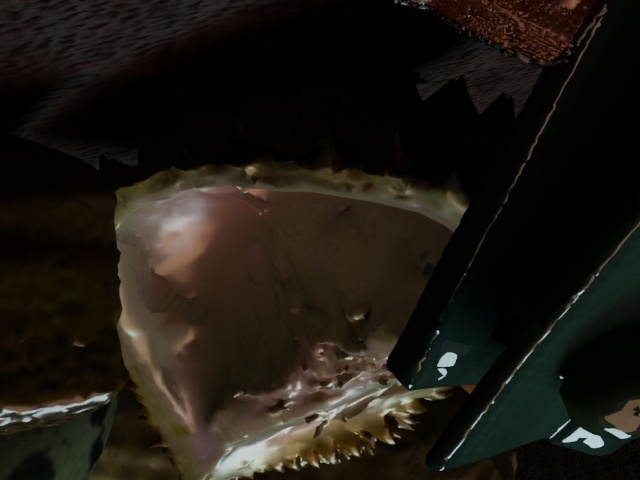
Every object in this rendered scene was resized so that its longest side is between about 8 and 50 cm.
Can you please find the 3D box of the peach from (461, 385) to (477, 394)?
[{"bbox_3d":[0.079,0.078,1.406,0.138,0.138,0.138,-14,173,-2],"label":"peach"}]

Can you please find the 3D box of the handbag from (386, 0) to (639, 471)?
[{"bbox_3d":[0.185,-0.032,0.524,0.269,0.100,0.274,-8,144,-35],"label":"handbag"}]

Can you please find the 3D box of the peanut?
[{"bbox_3d":[-0.027,0.111,1.007,0.290,0.130,0.130,10,171,-4],"label":"peanut"}]

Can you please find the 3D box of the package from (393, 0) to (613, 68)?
[{"bbox_3d":[0.044,-0.086,0.413,0.077,0.033,0.110,13,155,-10],"label":"package"}]

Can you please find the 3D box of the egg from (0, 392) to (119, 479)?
[{"bbox_3d":[-0.208,0.101,0.892,0.228,0.177,0.177,-30,175,-9],"label":"egg"}]

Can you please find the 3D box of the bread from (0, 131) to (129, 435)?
[{"bbox_3d":[-0.207,0.031,0.626,0.234,0.110,0.184,-8,174,-29],"label":"bread"}]

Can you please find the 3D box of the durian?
[{"bbox_3d":[0.009,-0.004,0.697,0.250,0.183,0.138,-29,-159,51],"label":"durian"}]
